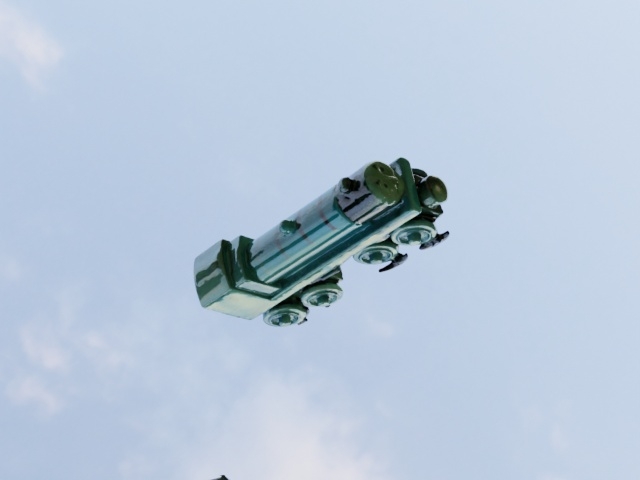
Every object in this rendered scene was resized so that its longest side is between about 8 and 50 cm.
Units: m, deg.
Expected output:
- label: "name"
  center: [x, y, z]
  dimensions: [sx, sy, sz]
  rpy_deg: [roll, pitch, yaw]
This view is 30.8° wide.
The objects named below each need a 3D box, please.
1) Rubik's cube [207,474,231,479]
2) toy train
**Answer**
- label: "Rubik's cube"
  center: [-0.060, 0.184, 0.633]
  dimensions: [0.111, 0.111, 0.093]
  rpy_deg: [52, -158, 9]
- label: "toy train"
  center: [0.000, 0.000, 0.385]
  dimensions: [0.045, 0.092, 0.029]
  rpy_deg: [17, -129, -42]
